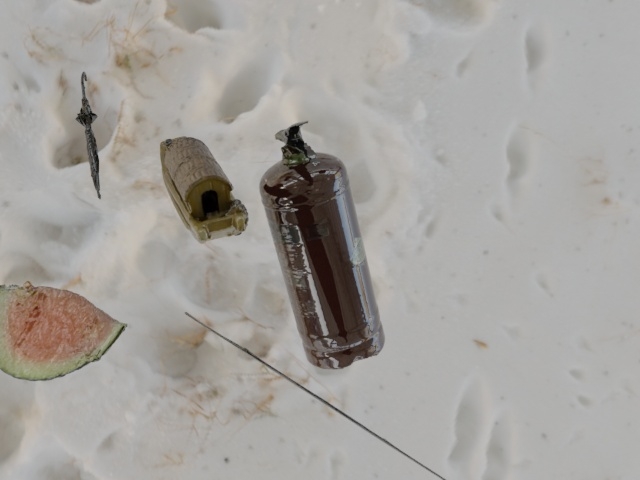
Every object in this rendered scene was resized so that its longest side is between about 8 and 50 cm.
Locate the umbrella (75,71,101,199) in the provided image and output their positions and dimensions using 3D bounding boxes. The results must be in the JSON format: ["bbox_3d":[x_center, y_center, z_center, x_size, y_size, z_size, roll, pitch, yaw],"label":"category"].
[{"bbox_3d":[-0.236,-0.102,0.836,0.022,0.022,0.148,0,123,-4],"label":"umbrella"}]

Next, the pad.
[{"bbox_3d":[0.007,0.165,0.826,0.300,0.202,0.005,37,79,-22],"label":"pad"}]

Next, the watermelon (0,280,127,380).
[{"bbox_3d":[-0.312,0.099,0.915,0.119,0.245,0.063,-43,65,3],"label":"watermelon"}]

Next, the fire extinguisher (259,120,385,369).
[{"bbox_3d":[0.000,0.000,1.032,0.114,0.135,0.337,-22,114,-16],"label":"fire extinguisher"}]

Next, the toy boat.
[{"bbox_3d":[-0.145,-0.070,0.951,0.068,0.226,0.088,-17,127,-15],"label":"toy boat"}]
